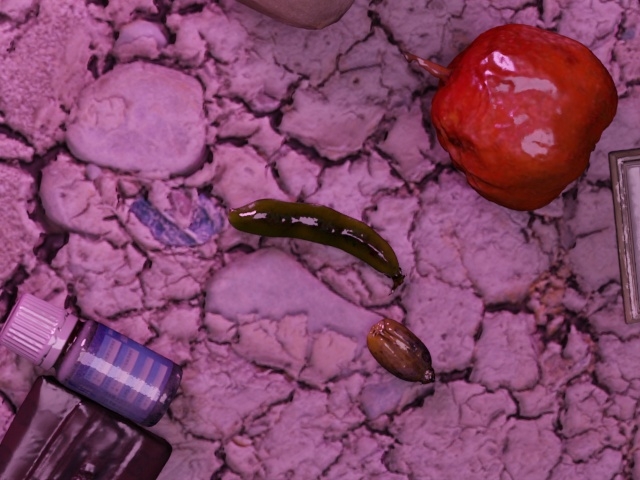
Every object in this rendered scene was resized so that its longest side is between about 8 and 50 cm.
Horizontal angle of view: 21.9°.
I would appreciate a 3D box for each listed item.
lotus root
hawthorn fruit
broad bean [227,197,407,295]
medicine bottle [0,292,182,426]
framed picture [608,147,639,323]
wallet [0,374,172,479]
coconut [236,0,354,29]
[{"bbox_3d":[0.097,0.134,1.943,0.099,0.049,0.054,43,80,-11],"label":"lotus root"},{"bbox_3d":[0.199,-0.158,1.861,0.243,0.207,0.207,29,91,-7],"label":"hawthorn fruit"},{"bbox_3d":[0.003,-0.005,1.917,0.227,0.039,0.069,24,98,-12],"label":"broad bean"},{"bbox_3d":[-0.261,0.134,1.865,0.203,0.083,0.083,28,92,-13],"label":"medicine bottle"},{"bbox_3d":[0.491,-0.021,2.010,0.273,0.016,0.216,-9,98,-8],"label":"framed picture"},{"bbox_3d":[-0.300,0.289,1.897,0.182,0.049,0.229,31,92,-15],"label":"wallet"},{"bbox_3d":[-0.040,-0.354,1.768,0.237,0.237,0.265,-27,99,-6],"label":"coconut"}]
